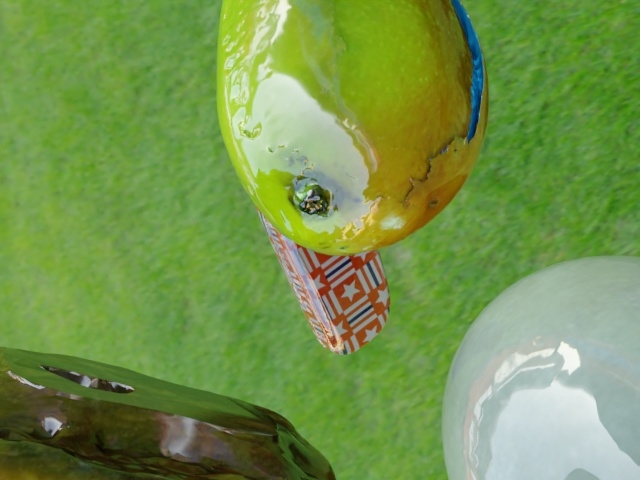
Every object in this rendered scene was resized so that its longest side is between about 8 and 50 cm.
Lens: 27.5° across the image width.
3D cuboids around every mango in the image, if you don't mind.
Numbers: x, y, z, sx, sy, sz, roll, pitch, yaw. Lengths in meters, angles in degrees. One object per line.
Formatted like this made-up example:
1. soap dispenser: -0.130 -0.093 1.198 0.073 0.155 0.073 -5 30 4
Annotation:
1. mango: 0.013 -0.088 0.605 0.111 0.233 0.125 -27 129 20

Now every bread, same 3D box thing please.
1. bread: -0.092 0.119 0.566 0.192 0.210 0.109 -135 62 -74

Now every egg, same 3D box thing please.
1. egg: 0.220 0.153 0.819 0.352 0.258 0.258 45 134 38

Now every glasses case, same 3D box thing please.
1. glasses case: 0.000 0.000 1.019 0.049 0.073 0.194 30 149 53
